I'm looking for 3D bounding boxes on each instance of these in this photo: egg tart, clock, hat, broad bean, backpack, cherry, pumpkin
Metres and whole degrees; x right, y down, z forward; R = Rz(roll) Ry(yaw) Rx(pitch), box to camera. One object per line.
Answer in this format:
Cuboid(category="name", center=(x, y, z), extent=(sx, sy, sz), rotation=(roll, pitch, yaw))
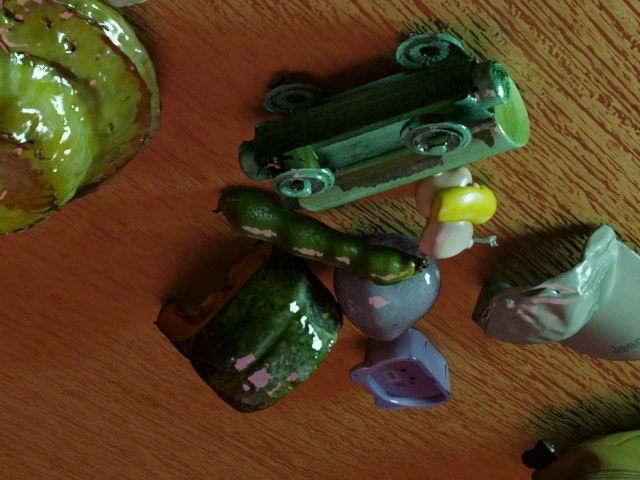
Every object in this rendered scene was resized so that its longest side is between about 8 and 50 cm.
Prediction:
Cuboid(category="egg tart", center=(-0.376, -0.116, 1.591), extent=(0.443, 0.178, 0.443), rotation=(-1, 149, 0))
Cuboid(category="clock", center=(0.108, 0.176, 2.163), extent=(0.110, 0.050, 0.153), rotation=(-13, 145, 21))
Cuboid(category="hat", center=(0.314, 0.100, 1.943), extent=(0.244, 0.149, 0.214), rotation=(42, 134, -15))
Cuboid(category="broad bean", center=(-0.001, 0.000, 1.831), extent=(0.256, 0.052, 0.053), rotation=(19, 141, 6))
Cuboid(category="backpack", center=(0.485, 0.373, 2.327), extent=(0.378, 0.201, 0.353), rotation=(10, 148, -19))
Cuboid(category="cherry", center=(0.109, 0.056, 1.909), extent=(0.188, 0.115, 0.148), rotation=(-4, 108, -7))
Cuboid(category="pumpkin", center=(-0.087, 0.094, 1.971), extent=(0.139, 0.190, 0.280), rotation=(44, 177, -18))

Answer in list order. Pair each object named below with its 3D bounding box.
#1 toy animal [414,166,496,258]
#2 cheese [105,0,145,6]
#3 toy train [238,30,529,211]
Cuboid(category="toy animal", center=(0.145, -0.040, 1.804), extent=(0.091, 0.082, 0.114), rotation=(-21, 142, -26))
Cuboid(category="cheese", center=(-0.201, -0.283, 1.447), extent=(0.064, 0.043, 0.194), rotation=(-2, 150, 15))
Cuboid(category="toy train", center=(0.069, -0.100, 1.649), extent=(0.307, 0.126, 0.189), rotation=(-18, 144, 27))
